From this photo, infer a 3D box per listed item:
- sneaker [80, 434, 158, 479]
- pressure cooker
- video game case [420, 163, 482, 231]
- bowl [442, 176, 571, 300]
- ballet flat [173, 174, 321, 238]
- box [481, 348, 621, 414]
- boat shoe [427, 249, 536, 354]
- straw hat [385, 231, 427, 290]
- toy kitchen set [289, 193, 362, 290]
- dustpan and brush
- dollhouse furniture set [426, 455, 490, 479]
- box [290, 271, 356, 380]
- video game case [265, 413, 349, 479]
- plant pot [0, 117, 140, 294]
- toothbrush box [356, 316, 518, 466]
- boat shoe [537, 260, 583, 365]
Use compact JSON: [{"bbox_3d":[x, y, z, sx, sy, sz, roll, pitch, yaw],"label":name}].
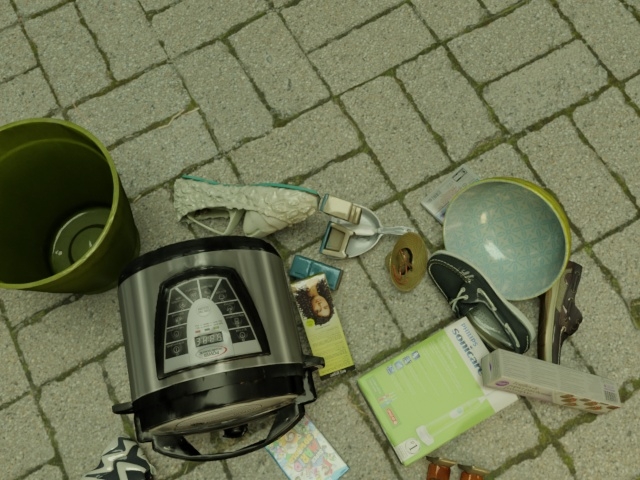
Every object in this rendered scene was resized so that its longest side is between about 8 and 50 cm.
[{"bbox_3d":[-0.445,0.561,1.363,0.153,0.094,0.235,29,65,20],"label":"sneaker"},{"bbox_3d":[-0.213,0.236,1.320,0.369,0.375,0.421,-27,68,37],"label":"pressure cooker"},{"bbox_3d":[0.353,-0.094,1.574,0.157,0.019,0.143,-41,75,-11],"label":"video game case"},{"bbox_3d":[0.446,-0.024,1.454,0.289,0.289,0.156,44,41,15],"label":"bowl"},{"bbox_3d":[-0.184,-0.069,1.507,0.408,0.147,0.147,8,71,29],"label":"ballet flat"},{"bbox_3d":[0.493,0.304,1.342,0.323,0.063,0.067,16,53,-19],"label":"box"},{"bbox_3d":[0.353,0.145,1.437,0.302,0.114,0.091,40,47,15],"label":"boat shoe"},{"bbox_3d":[0.189,0.049,1.511,0.061,0.144,0.145,2,66,48],"label":"straw hat"},{"bbox_3d":[0.000,0.000,1.455,0.122,0.166,0.207,18,90,13],"label":"toy kitchen set"},{"bbox_3d":[0.121,-0.023,1.540,0.211,0.060,0.147,4,73,5],"label":"dustpan and brush"},{"bbox_3d":[0.211,0.586,1.326,0.259,0.135,0.262,15,73,-4],"label":"dollhouse furniture set"},{"bbox_3d":[0.004,0.195,1.439,0.087,0.058,0.232,-19,93,-3],"label":"box"},{"bbox_3d":[-0.033,0.482,1.410,0.119,0.015,0.166,-39,75,-10],"label":"video game case"},{"bbox_3d":[-0.577,-0.031,1.425,0.366,0.353,0.367,-1,73,2],"label":"plant pot"},{"bbox_3d":[0.248,0.332,1.388,0.283,0.122,0.206,-29,74,-6],"label":"toothbrush box"},{"bbox_3d":[0.550,0.171,1.437,0.092,0.103,0.285,8,67,10],"label":"boat shoe"}]
